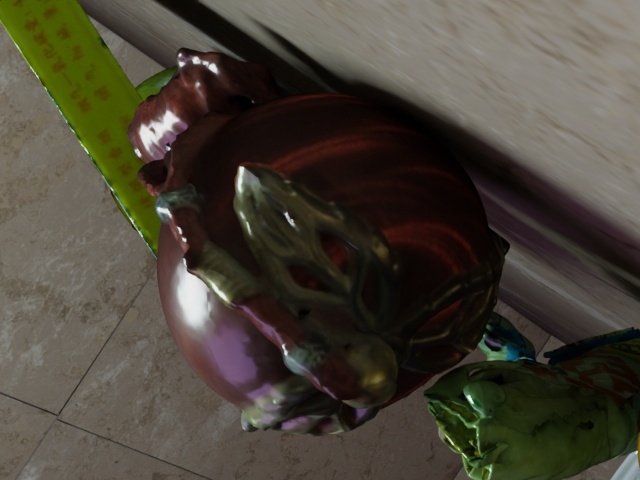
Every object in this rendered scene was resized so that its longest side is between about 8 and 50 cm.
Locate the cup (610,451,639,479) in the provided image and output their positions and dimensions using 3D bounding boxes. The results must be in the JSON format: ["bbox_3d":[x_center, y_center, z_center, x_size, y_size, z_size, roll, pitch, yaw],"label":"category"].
[{"bbox_3d":[0.347,0.266,0.711,0.317,0.212,0.212,35,-178,9],"label":"cup"}]

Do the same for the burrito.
[{"bbox_3d":[0.134,0.075,0.555,0.104,0.054,0.288,34,-159,32],"label":"burrito"}]

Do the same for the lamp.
[{"bbox_3d":[0.009,-0.004,0.493,0.215,0.151,0.223,30,-140,-41],"label":"lamp"}]

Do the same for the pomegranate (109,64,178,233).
[{"bbox_3d":[-0.074,-0.064,0.799,0.205,0.159,0.159,-1,155,46],"label":"pomegranate"}]

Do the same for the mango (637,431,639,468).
[{"bbox_3d":[0.205,0.105,0.415,0.184,0.085,0.102,27,-175,-26],"label":"mango"}]

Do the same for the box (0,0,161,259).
[{"bbox_3d":[-0.116,-0.054,0.641,0.335,0.047,0.187,56,174,-1],"label":"box"}]
